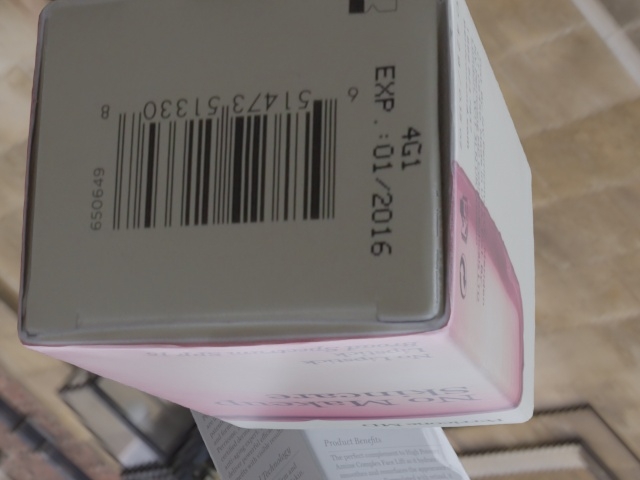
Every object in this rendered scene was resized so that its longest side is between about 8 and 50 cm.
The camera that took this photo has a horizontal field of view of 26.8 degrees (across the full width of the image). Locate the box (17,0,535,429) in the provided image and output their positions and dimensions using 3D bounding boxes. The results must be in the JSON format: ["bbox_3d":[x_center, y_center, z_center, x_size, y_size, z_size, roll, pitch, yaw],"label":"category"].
[{"bbox_3d":[0.000,0.000,0.535,0.148,0.232,0.127,-3,-105,15],"label":"box"}]

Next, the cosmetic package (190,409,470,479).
[{"bbox_3d":[0.002,0.117,0.799,0.085,0.117,0.231,-52,-130,31],"label":"cosmetic package"}]
